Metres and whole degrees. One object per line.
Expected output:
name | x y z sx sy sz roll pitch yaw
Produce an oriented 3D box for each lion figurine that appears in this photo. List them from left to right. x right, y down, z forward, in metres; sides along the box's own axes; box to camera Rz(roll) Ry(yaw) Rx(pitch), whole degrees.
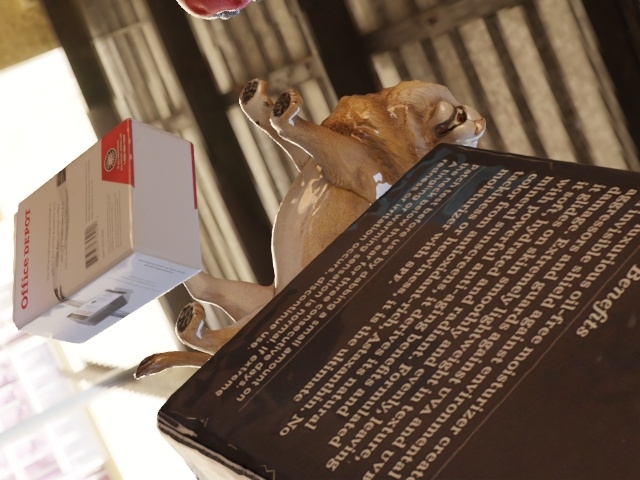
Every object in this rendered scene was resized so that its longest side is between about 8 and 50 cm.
lion figurine | 0.000 0.000 1.258 0.240 0.392 0.142 33 -8 -32

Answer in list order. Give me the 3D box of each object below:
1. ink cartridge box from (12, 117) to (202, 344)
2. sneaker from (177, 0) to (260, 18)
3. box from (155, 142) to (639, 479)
ink cartridge box | -0.142 -0.003 0.865 0.135 0.056 0.099 -30 -126 39
sneaker | -0.021 -0.270 0.930 0.135 0.276 0.097 33 30 -53
box | 0.143 0.140 0.466 0.294 0.183 0.296 17 -34 57
